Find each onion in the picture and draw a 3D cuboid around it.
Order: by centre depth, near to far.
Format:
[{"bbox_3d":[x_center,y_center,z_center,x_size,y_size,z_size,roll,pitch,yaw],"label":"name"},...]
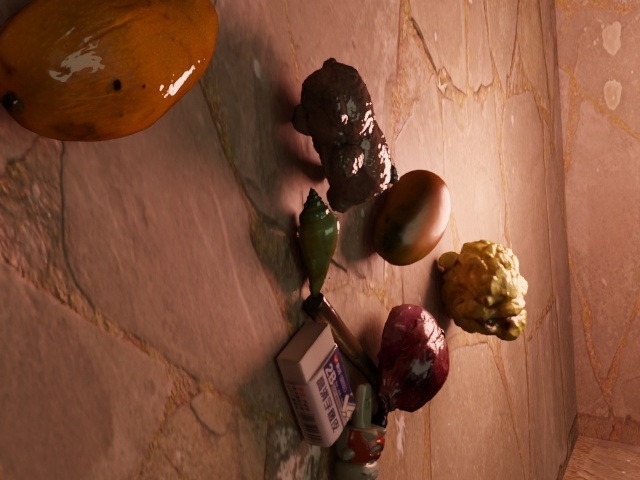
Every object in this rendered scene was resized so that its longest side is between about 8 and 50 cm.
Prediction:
[{"bbox_3d":[0.211,0.278,1.537,0.227,0.120,0.283,64,34,-23],"label":"onion"}]

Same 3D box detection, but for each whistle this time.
[{"bbox_3d":[0.082,0.425,1.452,0.102,0.106,0.253,57,38,-85],"label":"whistle"}]

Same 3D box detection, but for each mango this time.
[{"bbox_3d":[-0.242,-0.224,0.847,0.359,0.144,0.186,-37,126,-54],"label":"mango"},{"bbox_3d":[0.208,-0.043,1.585,0.175,0.139,0.254,48,60,-33],"label":"mango"}]

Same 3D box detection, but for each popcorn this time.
[{"bbox_3d":[0.438,0.129,1.870,0.235,0.242,0.250,-49,129,-41],"label":"popcorn"}]

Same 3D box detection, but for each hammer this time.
[{"bbox_3d":[0.076,0.243,1.479,0.440,0.044,0.168,53,50,-46],"label":"hammer"}]

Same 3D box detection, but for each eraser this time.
[{"bbox_3d":[-0.006,0.274,1.330,0.124,0.068,0.210,-46,129,-45],"label":"eraser"}]

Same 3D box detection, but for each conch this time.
[{"bbox_3d":[-0.004,-0.002,1.307,0.095,0.080,0.200,-62,159,-54],"label":"conch"}]

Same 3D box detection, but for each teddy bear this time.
[{"bbox_3d":[0.042,-0.189,1.279,0.236,0.151,0.267,-95,159,-52],"label":"teddy bear"}]
